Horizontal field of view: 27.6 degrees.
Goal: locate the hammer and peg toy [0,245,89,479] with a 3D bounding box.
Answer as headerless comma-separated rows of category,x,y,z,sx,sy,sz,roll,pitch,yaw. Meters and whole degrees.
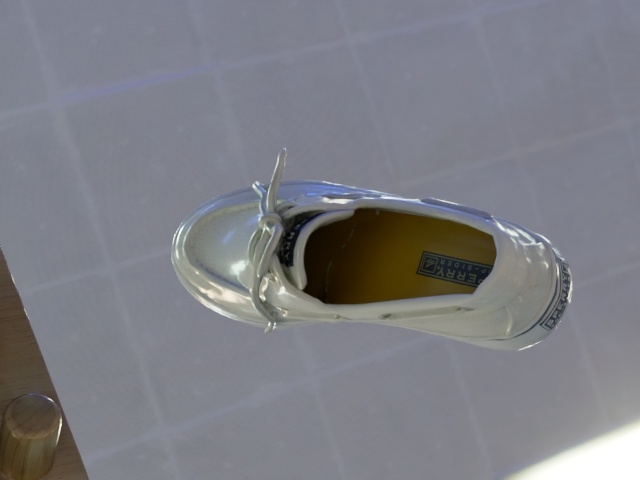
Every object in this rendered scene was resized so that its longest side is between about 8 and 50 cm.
hammer and peg toy,-0.353,0.110,0.825,0.361,0.127,0.266,-11,-127,-28

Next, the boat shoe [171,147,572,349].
boat shoe,-0.001,0.009,1.013,0.156,0.367,0.136,28,-104,-52
